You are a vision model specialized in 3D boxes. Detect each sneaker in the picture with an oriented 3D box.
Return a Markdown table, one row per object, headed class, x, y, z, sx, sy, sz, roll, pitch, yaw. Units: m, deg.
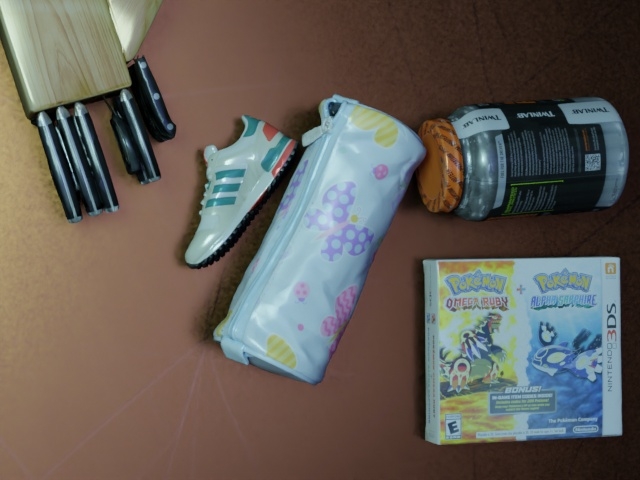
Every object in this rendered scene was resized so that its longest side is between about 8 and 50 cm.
| class | x | y | z | sx | sy | sz | roll | pitch | yaw |
| --- | --- | --- | --- | --- | --- | --- | --- | --- | --- |
| sneaker | -0.092 | -0.049 | 1.322 | 0.075 | 0.057 | 0.161 | 36 | 82 | 5 |

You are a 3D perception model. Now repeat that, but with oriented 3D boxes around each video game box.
| class | x | y | z | sx | sy | sz | roll | pitch | yaw |
| --- | --- | --- | --- | --- | --- | --- | --- | --- | --- |
| video game box | 0.208 | 0.109 | 1.400 | 0.205 | 0.048 | 0.187 | -1 | 88 | -15 |

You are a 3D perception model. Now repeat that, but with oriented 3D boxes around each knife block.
| class | x | y | z | sx | sy | sz | roll | pitch | yaw |
| --- | --- | --- | --- | --- | --- | --- | --- | --- | --- |
| knife block | -0.250 | -0.161 | 1.255 | 0.275 | 0.088 | 0.242 | 28 | 82 | -14 |

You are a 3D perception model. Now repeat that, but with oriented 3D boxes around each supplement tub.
| class | x | y | z | sx | sy | sz | roll | pitch | yaw |
| --- | --- | --- | --- | --- | --- | --- | --- | --- | --- |
| supplement tub | 0.197 | -0.080 | 1.361 | 0.190 | 0.117 | 0.117 | -5 | 91 | -16 |

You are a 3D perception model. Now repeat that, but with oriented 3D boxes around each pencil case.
| class | x | y | z | sx | sy | sz | roll | pitch | yaw |
| --- | --- | --- | --- | --- | --- | --- | --- | --- | --- |
| pencil case | 0.000 | 0.000 | 1.303 | 0.113 | 0.124 | 0.273 | 22 | 85 | 25 |
